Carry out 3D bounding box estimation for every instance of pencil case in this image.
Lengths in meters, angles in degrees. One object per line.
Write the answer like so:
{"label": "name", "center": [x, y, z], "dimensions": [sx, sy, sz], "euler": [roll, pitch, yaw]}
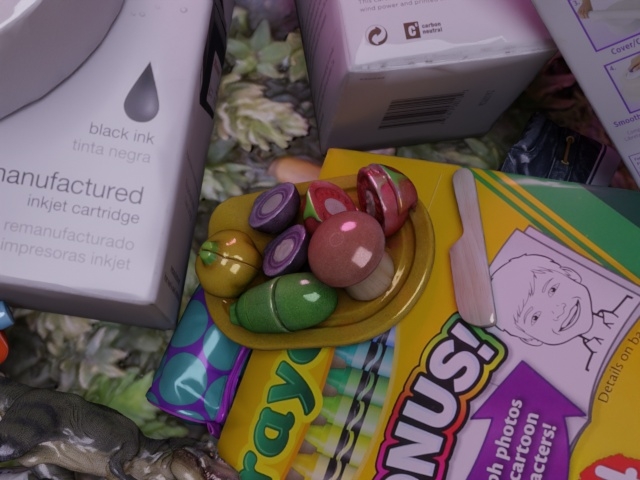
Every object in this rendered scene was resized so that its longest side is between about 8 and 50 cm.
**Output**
{"label": "pencil case", "center": [-0.071, 0.068, 0.667], "dimensions": [0.070, 0.064, 0.152], "euler": [20, 77, 27]}

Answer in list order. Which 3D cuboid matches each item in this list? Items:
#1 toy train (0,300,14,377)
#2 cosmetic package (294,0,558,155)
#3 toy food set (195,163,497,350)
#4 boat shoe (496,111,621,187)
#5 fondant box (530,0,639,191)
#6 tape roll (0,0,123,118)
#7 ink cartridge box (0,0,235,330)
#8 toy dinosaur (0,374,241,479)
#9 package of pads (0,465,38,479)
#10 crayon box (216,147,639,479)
{"label": "toy train", "center": [-0.287, 0.100, 0.628], "dimensions": [0.166, 0.125, 0.046], "euler": [-27, 42, -7]}
{"label": "cosmetic package", "center": [0.048, -0.273, 0.683], "dimensions": [0.155, 0.197, 0.366], "euler": [-8, 81, -7]}
{"label": "toy food set", "center": [0.000, 0.000, 0.579], "dimensions": [0.217, 0.071, 0.128], "euler": [-8, 62, 25]}
{"label": "boat shoe", "center": [0.168, -0.015, 0.710], "dimensions": [0.083, 0.065, 0.183], "euler": [29, 72, 4]}
{"label": "fondant box", "center": [0.226, -0.203, 0.608], "dimensions": [0.330, 0.096, 0.238], "euler": [49, 42, -25]}
{"label": "tape roll", "center": [-0.256, -0.211, 0.520], "dimensions": [0.286, 0.100, 0.286], "euler": [1, 79, -3]}
{"label": "ink cartridge box", "center": [-0.219, -0.155, 0.648], "dimensions": [0.285, 0.166, 0.395], "euler": [9, 78, -3]}
{"label": "toy dinosaur", "center": [-0.189, 0.135, 0.558], "dimensions": [0.268, 0.064, 0.118], "euler": [28, 54, -7]}
{"label": "package of pads", "center": [-0.275, 0.312, 0.581], "dimensions": [0.229, 0.101, 0.297], "euler": [-8, 80, -6]}
{"label": "crayon box", "center": [0.093, 0.137, 0.572], "dimensions": [0.313, 0.106, 0.363], "euler": [12, 75, 32]}
